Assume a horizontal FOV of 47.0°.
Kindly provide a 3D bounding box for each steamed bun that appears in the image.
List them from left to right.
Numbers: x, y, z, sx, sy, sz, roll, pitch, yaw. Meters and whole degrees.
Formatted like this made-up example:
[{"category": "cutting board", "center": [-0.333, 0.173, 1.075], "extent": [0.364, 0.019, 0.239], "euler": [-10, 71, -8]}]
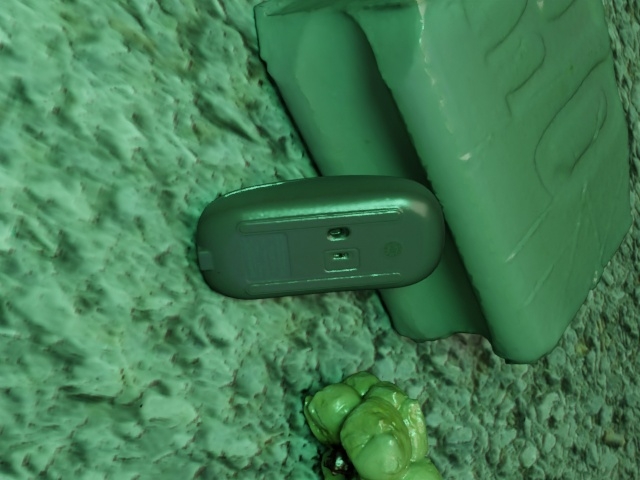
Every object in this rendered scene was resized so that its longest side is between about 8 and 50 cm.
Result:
[{"category": "steamed bun", "center": [0.052, 0.242, 0.768], "extent": [0.106, 0.192, 0.177], "euler": [-17, 102, -22]}]

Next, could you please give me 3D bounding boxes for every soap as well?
[{"category": "soap", "center": [0.174, -0.132, 0.820], "extent": [0.350, 0.213, 0.435], "euler": [-44, 124, -33]}]

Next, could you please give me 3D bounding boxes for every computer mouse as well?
[{"category": "computer mouse", "center": [0.000, -0.001, 0.698], "extent": [0.233, 0.057, 0.120], "euler": [-6, 119, 0]}]
